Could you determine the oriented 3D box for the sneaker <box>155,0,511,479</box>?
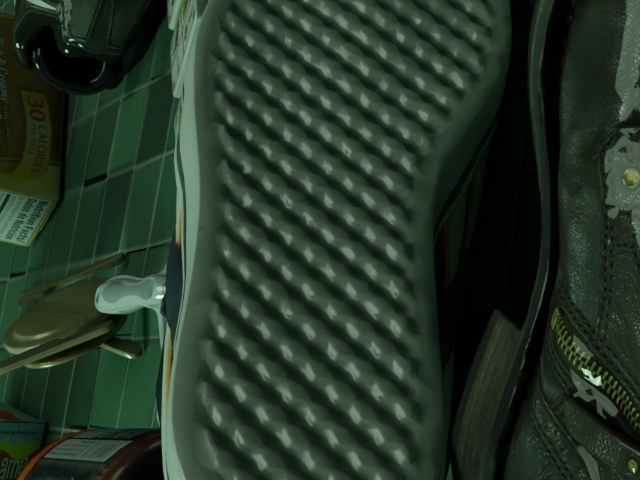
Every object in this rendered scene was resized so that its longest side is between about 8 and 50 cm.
[{"bbox_3d":[0.000,0.000,0.566,0.127,0.126,0.321,97,-176,-53],"label":"sneaker"}]

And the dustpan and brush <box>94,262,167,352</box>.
[{"bbox_3d":[-0.061,0.027,0.765,0.211,0.060,0.147,-14,66,63],"label":"dustpan and brush"}]

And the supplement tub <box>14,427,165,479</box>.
[{"bbox_3d":[-0.097,0.147,0.734,0.198,0.106,0.106,-16,64,63],"label":"supplement tub"}]

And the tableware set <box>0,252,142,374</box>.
[{"bbox_3d":[-0.210,0.080,0.958,0.128,0.194,0.039,-99,-14,-69],"label":"tableware set"}]

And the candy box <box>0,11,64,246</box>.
[{"bbox_3d":[-0.371,-0.120,1.190,0.087,0.316,0.183,-48,38,49],"label":"candy box"}]

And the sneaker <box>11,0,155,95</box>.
[{"bbox_3d":[-0.187,-0.175,1.088,0.276,0.098,0.135,-169,89,-68],"label":"sneaker"}]

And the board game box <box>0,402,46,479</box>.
[{"bbox_3d":[-0.330,0.246,1.083,0.144,0.142,0.275,15,93,38],"label":"board game box"}]

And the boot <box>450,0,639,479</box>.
[{"bbox_3d":[0.127,0.034,0.343,0.229,0.091,0.263,-130,47,-60],"label":"boot"}]

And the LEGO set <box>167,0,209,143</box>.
[{"bbox_3d":[-0.046,-0.181,0.874,0.244,0.060,0.182,113,156,-48],"label":"LEGO set"}]
